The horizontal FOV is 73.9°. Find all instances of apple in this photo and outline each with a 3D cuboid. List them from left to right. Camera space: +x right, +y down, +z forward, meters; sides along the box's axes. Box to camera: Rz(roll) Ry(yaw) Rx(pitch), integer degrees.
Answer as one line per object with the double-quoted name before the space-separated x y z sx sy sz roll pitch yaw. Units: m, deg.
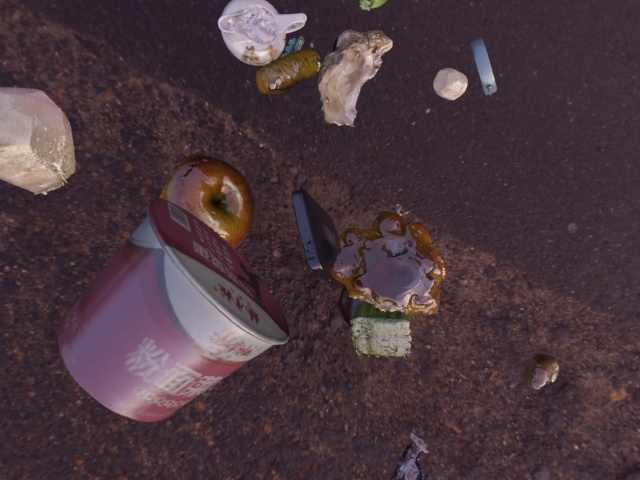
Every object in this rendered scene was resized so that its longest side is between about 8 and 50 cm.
"apple" -0.440 -0.121 1.596 0.375 0.374 0.383 -11 89 -1

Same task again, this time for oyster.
"oyster" 0.052 -0.350 0.872 0.108 0.161 0.232 27 68 18

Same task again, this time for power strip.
"power strip" 0.554 -0.585 1.443 0.044 0.137 0.215 -16 80 25

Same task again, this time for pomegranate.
"pomegranate" 0.275 -0.055 1.634 0.159 0.129 0.129 -37 87 1

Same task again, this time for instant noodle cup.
"instant noodle cup" -0.177 0.091 0.524 0.178 0.235 0.234 -43 87 3

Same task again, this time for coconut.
"coconut" -0.556 -0.193 0.787 0.195 0.194 0.194 0 86 0
"coconut" 0.540 -0.644 1.761 0.122 0.116 0.116 1 85 -35

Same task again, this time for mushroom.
"mushroom" 0.643 0.377 1.239 0.072 0.210 0.094 36 107 37

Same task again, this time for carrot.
"carrot" -0.082 -0.427 1.082 0.173 0.082 0.082 -33 86 -29

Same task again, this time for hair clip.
"hair clip" -0.083 -0.540 1.227 0.049 0.049 0.172 12 52 1

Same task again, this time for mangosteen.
"mangosteen" 0.228 0.264 1.804 0.312 0.311 0.310 0 86 0

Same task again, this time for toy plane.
"toy plane" 0.245 0.604 1.138 0.078 0.197 0.053 38 125 13

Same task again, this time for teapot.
"teapot" -0.190 -0.649 1.307 0.298 0.139 0.204 -27 100 -28

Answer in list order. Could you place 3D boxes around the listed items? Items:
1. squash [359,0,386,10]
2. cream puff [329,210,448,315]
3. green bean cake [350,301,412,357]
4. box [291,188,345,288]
"squash" 0.215 -0.852 1.347 0.107 0.107 0.394 27 64 2
"cream puff" 0.166 0.061 0.964 0.241 0.155 0.269 -40 82 -2
"green bean cake" 0.219 0.321 1.522 0.215 0.113 0.200 0 121 14
"box" 0.000 0.000 1.406 0.073 0.289 0.289 -21 66 15
